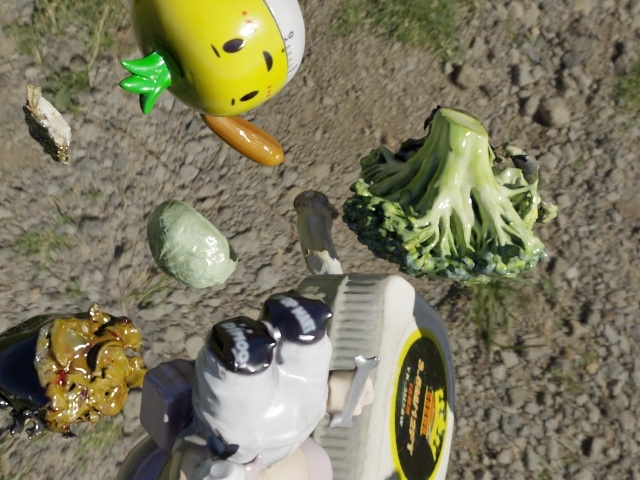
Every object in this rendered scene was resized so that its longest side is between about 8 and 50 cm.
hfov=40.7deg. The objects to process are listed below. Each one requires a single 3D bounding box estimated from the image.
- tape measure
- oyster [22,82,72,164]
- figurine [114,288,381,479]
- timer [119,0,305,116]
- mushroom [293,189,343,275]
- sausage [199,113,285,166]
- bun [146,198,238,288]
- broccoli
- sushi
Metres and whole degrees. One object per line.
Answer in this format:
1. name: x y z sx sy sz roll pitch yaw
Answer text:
1. tape measure: 0.035 0.185 0.794 0.133 0.231 0.271 -3 64 25
2. oyster: -0.430 -0.174 1.360 0.056 0.177 0.105 -29 83 -6
3. figurine: -0.046 0.116 0.400 0.112 0.228 0.137 34 42 23
4. timer: -0.187 -0.289 1.278 0.285 0.285 0.285 1 85 -13
5. mushroom: 0.000 0.000 1.486 0.071 0.209 0.084 -31 130 19
6. sausage: -0.132 -0.175 1.428 0.183 0.062 0.054 32 80 -27
7. bun: -0.248 0.017 1.599 0.195 0.195 0.118 42 79 -7
8. broccoli: 0.213 -0.060 1.419 0.324 0.334 0.272 32 119 -17
9. sushi: -0.415 0.214 1.426 0.204 0.213 0.199 -16 102 22
